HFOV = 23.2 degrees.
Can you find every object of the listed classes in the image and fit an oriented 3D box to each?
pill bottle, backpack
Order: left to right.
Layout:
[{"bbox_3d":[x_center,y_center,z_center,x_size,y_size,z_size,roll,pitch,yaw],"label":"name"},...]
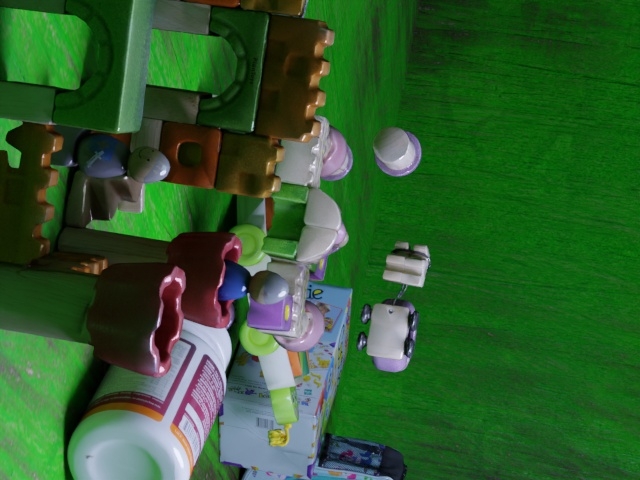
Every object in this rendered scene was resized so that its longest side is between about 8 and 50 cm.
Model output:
[{"bbox_3d":[-0.163,0.162,1.561,0.221,0.121,0.121,-68,165,-58],"label":"pill bottle"},{"bbox_3d":[-0.008,0.425,2.504,0.191,0.253,0.225,-59,160,-59],"label":"backpack"}]

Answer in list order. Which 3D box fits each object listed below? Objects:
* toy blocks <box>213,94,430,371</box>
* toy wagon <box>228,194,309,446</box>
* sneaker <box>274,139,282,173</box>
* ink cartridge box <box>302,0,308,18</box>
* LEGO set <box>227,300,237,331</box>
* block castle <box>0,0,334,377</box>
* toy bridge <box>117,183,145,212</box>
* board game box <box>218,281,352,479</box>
[{"bbox_3d":[0.000,0.000,1.859,0.260,0.309,0.288,37,62,-74],"label":"toy blocks"},{"bbox_3d":[-0.063,0.107,2.132,0.267,0.068,0.344,24,56,-84],"label":"toy wagon"},{"bbox_3d":[-0.041,-0.200,2.156,0.130,0.087,0.227,-60,153,-53],"label":"sneaker"},{"bbox_3d":[-0.036,-0.369,2.218,0.115,0.029,0.063,82,19,-65],"label":"ink cartridge box"},{"bbox_3d":[-0.131,0.108,2.118,0.054,0.023,0.083,84,30,-54],"label":"LEGO set"},{"bbox_3d":[-0.115,-0.139,1.238,0.303,0.213,0.453,-33,131,-80],"label":"block castle"},{"bbox_3d":[-0.168,-0.092,1.589,0.188,0.026,0.063,-66,162,-64],"label":"toy bridge"},{"bbox_3d":[-0.049,0.201,2.339,0.275,0.144,0.142,-71,168,-48],"label":"board game box"}]
